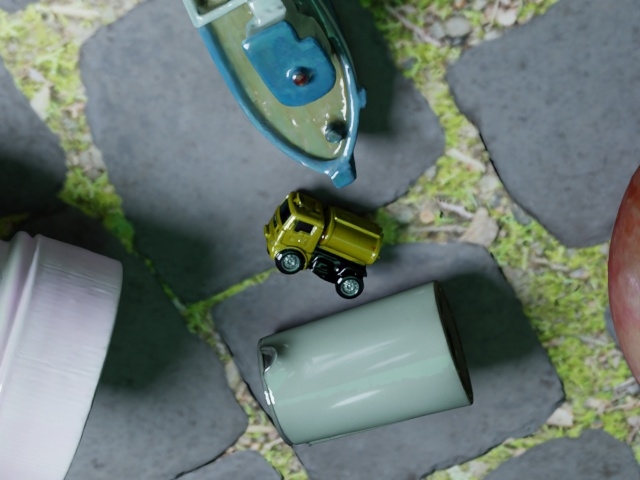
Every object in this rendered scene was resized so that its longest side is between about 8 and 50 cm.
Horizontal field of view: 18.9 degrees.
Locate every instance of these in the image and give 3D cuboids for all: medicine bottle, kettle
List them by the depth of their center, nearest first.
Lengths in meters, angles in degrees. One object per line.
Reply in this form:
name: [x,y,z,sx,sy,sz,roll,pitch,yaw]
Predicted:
medicine bottle: [-0.346,0.045,1.344,0.378,0.213,0.213,17,116,-13]
kettle: [0.035,0.098,1.472,0.148,0.127,0.098,-17,86,9]

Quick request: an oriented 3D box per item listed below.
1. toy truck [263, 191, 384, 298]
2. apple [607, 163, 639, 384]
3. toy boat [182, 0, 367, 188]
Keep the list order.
toy truck: [0.000,0.000,1.430,0.083,0.049,0.054,22,114,-16]
apple: [0.376,0.028,1.340,0.345,0.269,0.345,-1,118,-2]
toy boat: [-0.030,-0.126,1.330,0.088,0.102,0.215,-24,118,13]
